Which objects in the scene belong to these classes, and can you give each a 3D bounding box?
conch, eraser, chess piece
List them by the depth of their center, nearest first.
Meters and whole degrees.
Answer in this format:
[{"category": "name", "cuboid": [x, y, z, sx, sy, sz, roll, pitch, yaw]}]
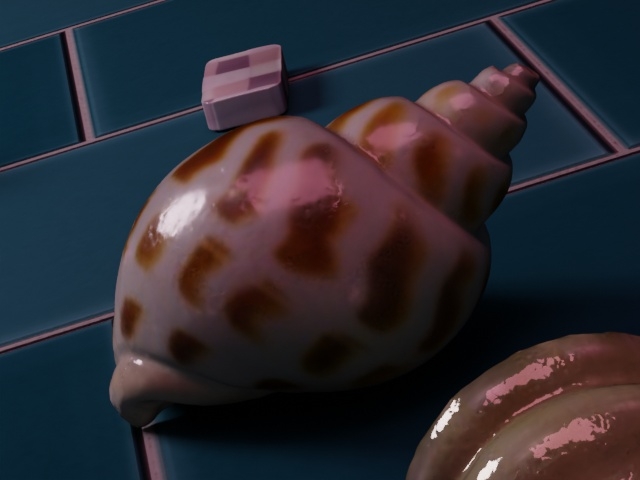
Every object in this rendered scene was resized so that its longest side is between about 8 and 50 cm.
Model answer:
[{"category": "chess piece", "cuboid": [0.134, 0.150, 0.667, 0.144, 0.144, 0.251, -20, 30, -8]}, {"category": "conch", "cuboid": [0.000, 0.000, 1.048, 0.275, 0.149, 0.183, -18, 28, 0]}, {"category": "eraser", "cuboid": [-0.058, -0.119, 1.502, 0.065, 0.026, 0.105, -12, 23, 3]}]
